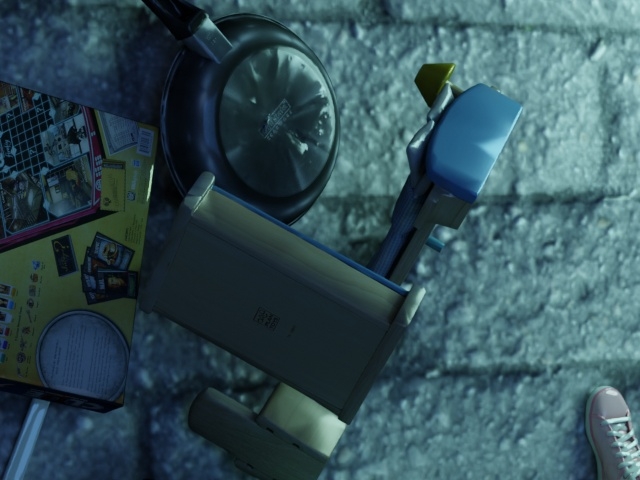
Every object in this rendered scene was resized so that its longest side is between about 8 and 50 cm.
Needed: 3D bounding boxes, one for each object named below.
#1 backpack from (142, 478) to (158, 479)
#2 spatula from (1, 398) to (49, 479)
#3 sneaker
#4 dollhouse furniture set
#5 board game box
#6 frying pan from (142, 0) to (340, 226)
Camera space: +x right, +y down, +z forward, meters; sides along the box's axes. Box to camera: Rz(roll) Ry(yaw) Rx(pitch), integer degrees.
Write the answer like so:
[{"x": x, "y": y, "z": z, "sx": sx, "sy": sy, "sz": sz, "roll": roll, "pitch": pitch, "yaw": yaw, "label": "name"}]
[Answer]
[{"x": -0.078, "y": 0.332, "z": 1.424, "sx": 0.191, "sy": 0.225, "sz": 0.253, "roll": 27, "pitch": 71, "yaw": -57, "label": "backpack"}, {"x": -0.266, "y": 0.084, "z": 1.456, "sx": 0.168, "sy": 0.019, "sz": 0.242, "roll": 25, "pitch": 75, "yaw": -26, "label": "spatula"}, {"x": 0.296, "y": 0.206, "z": 1.719, "sx": 0.051, "sy": 0.070, "sz": 0.134, "roll": -5, "pitch": 88, "yaw": -26, "label": "sneaker"}, {"x": 0.000, "y": 0.000, "z": 1.543, "sx": 0.198, "sy": 0.286, "sz": 0.303, "roll": 30, "pitch": 45, "yaw": 3, "label": "dollhouse furniture set"}, {"x": -0.225, "y": 0.004, "z": 1.445, "sx": 0.165, "sy": 0.042, "sz": 0.243, "roll": 16, "pitch": 68, "yaw": -27, "label": "board game box"}, {"x": -0.071, "y": -0.160, "z": 1.537, "sx": 0.197, "sy": 0.053, "sz": 0.326, "roll": -28, "pitch": 108, "yaw": -38, "label": "frying pan"}]
